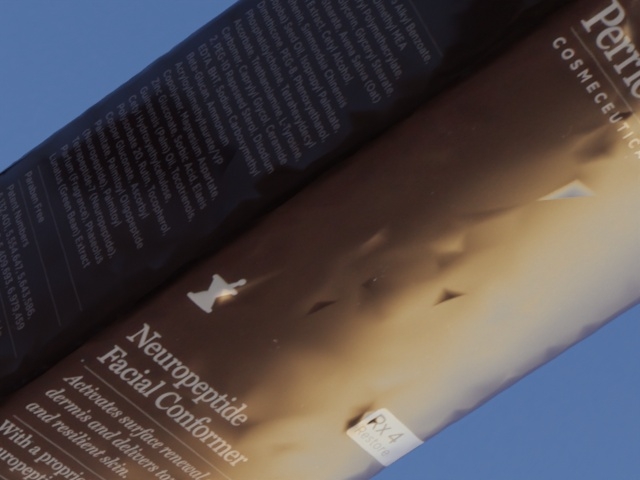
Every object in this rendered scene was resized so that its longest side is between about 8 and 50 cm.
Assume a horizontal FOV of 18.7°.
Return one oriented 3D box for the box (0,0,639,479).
[{"bbox_3d":[0.000,0.000,0.894,0.381,0.191,0.143,-36,-136,11],"label":"box"}]
